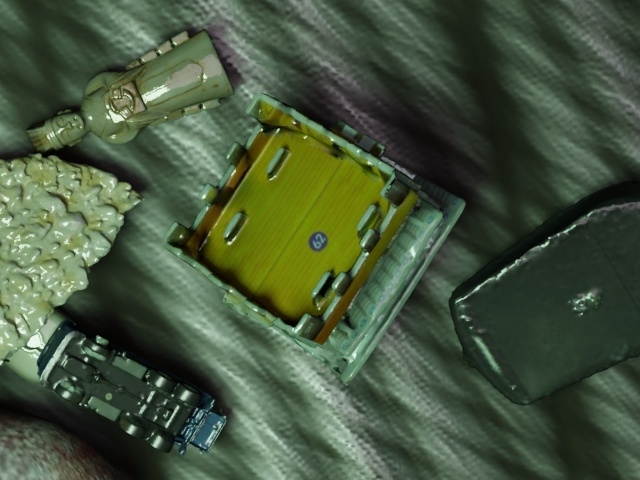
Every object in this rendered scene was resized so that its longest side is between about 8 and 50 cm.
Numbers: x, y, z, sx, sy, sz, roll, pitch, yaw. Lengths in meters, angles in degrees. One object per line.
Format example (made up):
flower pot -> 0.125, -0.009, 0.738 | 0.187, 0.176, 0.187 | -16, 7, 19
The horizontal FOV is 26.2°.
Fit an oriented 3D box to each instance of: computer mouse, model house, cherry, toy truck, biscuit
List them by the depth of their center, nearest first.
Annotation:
cherry -> -0.332, 0.266, 1.336 | 0.285, 0.236, 0.213 | -6, 95, -24
model house -> 0.000, 0.000, 1.358 | 0.198, 0.215, 0.224 | 32, 91, 31
biscuit -> -0.320, 0.012, 1.362 | 0.179, 0.084, 0.281 | 42, 66, -2
toy truck -> -0.189, 0.151, 1.400 | 0.202, 0.088, 0.074 | 31, 92, -22
computer mouse -> 0.280, 0.049, 1.460 | 0.295, 0.087, 0.168 | -30, 104, 10

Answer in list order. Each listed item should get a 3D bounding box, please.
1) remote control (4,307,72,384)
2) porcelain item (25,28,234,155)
remote control -> -0.341, 0.066, 1.414 | 0.221, 0.042, 0.078 | 39, 89, -8
porcelain item -> -0.199, -0.142, 1.404 | 0.213, 0.054, 0.084 | -24, 96, -2
